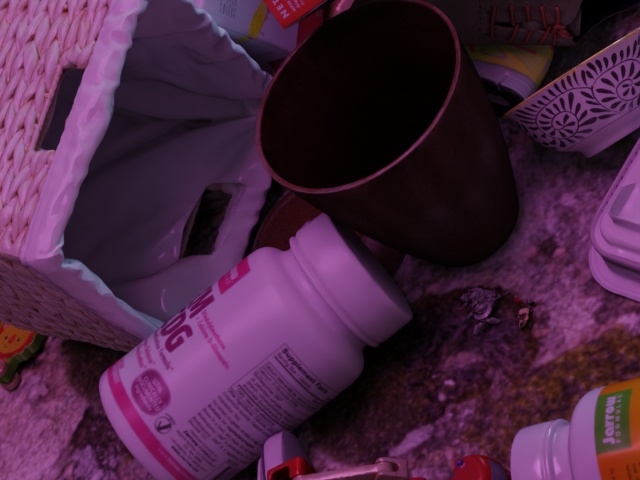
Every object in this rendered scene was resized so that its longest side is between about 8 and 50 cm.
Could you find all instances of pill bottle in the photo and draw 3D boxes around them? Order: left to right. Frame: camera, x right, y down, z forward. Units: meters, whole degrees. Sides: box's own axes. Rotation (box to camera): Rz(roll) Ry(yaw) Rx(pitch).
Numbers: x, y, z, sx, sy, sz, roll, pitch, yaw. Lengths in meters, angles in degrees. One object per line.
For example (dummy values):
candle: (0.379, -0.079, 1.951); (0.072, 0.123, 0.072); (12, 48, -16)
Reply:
pill bottle: (-0.061, 0.109, 1.700); (0.283, 0.160, 0.160); (-39, 44, 7)
pill bottle: (0.283, 0.173, 1.403); (0.246, 0.136, 0.136); (-17, 50, 28)

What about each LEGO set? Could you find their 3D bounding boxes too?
LEGO set: (0.162, 0.060, 1.663); (0.083, 0.023, 0.054); (-10, 54, 33)

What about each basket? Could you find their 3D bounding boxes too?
basket: (-0.243, -0.078, 1.813); (0.266, 0.331, 0.328); (8, 72, 30)

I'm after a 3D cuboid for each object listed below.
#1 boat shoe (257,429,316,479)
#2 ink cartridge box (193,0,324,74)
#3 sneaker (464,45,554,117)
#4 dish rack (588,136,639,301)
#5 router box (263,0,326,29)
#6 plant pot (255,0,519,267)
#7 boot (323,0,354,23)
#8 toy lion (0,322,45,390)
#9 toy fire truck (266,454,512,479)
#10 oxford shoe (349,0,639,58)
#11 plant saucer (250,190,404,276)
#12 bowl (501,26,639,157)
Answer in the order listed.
boat shoe: (-0.037, 0.300, 1.594); (0.088, 0.096, 0.267); (-23, 56, 17)
ink cartridge box: (-0.101, -0.264, 1.910); (0.128, 0.176, 0.127); (-6, 74, 45)
sneaker: (0.158, -0.194, 1.826); (0.208, 0.081, 0.094); (27, 71, 39)
dish rack: (0.404, -0.056, 1.533); (0.333, 0.072, 0.285); (21, 72, 43)
router box: (0.103, -0.347, 1.706); (0.301, 0.082, 0.335); (-34, 5, 24)
plant pot: (0.090, -0.077, 1.670); (0.215, 0.230, 0.215); (-20, 50, 25)
boot: (0.021, -0.330, 2.012); (0.248, 0.090, 0.207); (-52, 45, -1)
toy lion: (-0.364, 0.124, 2.019); (0.100, 0.034, 0.096); (-1, 52, 37)
toy fire truck: (0.064, 0.222, 1.538); (0.192, 0.135, 0.047); (-20, 49, 25)
oxford shoe: (0.193, -0.244, 1.726); (0.348, 0.123, 0.130); (-23, 57, -12)
plant saucer: (0.000, 0.000, 1.825); (0.198, 0.036, 0.198); (-20, 50, 25)
bowl: (0.264, -0.131, 1.666); (0.170, 0.080, 0.170); (-33, -1, -1)
